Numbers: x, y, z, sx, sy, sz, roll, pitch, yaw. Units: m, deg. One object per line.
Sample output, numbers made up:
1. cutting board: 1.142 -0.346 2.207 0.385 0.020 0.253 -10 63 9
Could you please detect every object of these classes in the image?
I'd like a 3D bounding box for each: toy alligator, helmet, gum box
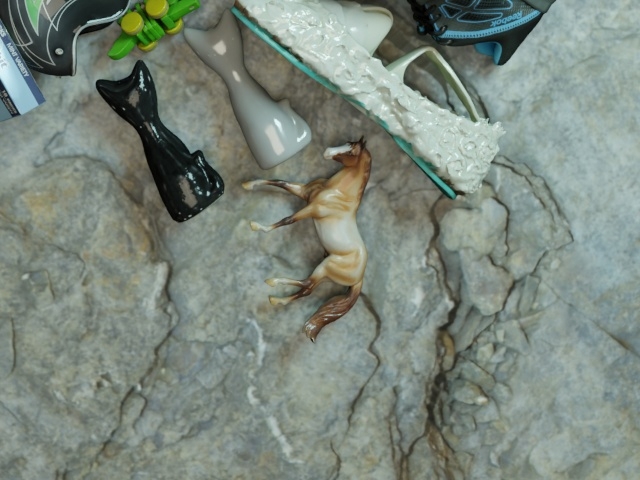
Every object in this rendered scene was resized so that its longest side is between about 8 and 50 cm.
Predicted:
1. toy alligator: -0.195 -0.296 1.361 0.189 0.056 0.051 -33 66 5
2. helmet: -0.319 -0.287 1.294 0.161 0.169 0.169 -38 106 -10
3. gum box: -0.421 -0.216 1.302 0.041 0.184 0.157 -38 111 -33

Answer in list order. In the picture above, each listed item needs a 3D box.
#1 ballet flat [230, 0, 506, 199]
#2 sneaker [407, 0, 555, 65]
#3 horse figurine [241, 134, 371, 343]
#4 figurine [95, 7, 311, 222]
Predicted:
1. ballet flat: 0.074 -0.215 1.366 0.409 0.147 0.147 38 100 -22
2. sneaker: 0.151 -0.300 1.294 0.340 0.125 0.140 10 119 -38
3. horse figurine: 0.000 0.000 1.452 0.174 0.066 0.263 -13 107 -3
4. figurine: -0.150 -0.165 1.387 0.214 0.092 0.209 -31 102 4
